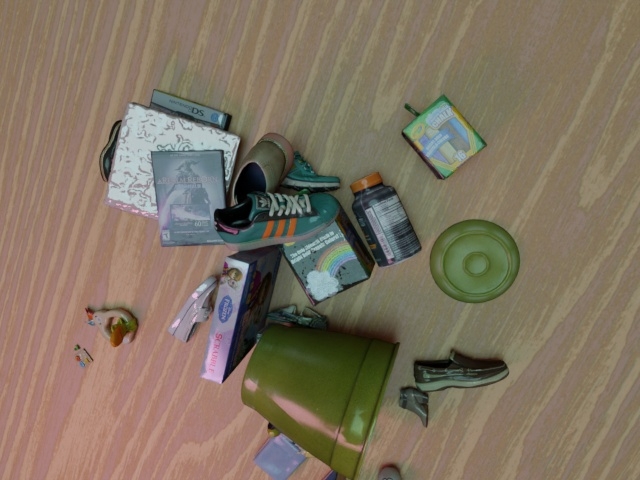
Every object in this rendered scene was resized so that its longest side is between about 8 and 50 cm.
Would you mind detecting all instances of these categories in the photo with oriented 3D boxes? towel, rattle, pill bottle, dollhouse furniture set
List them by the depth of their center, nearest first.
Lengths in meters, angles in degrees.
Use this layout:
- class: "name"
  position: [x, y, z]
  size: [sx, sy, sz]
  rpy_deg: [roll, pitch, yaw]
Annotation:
- class: "pill bottle"
  position: [0.168, -0.060, 1.104]
  size: [0.131, 0.130, 0.245]
  rpy_deg: [-24, 93, 13]
- class: "towel"
  position: [-0.427, -0.201, 1.178]
  size: [0.332, 0.053, 0.316]
  rpy_deg: [17, 102, -7]
- class: "towel"
  position: [-0.178, 0.335, 1.237]
  size: [0.023, 0.113, 0.151]
  rpy_deg: [13, 102, 15]
- class: "dollhouse furniture set"
  position: [-0.113, 0.753, 1.242]
  size: [0.303, 0.198, 0.286]
  rpy_deg: [39, 103, 4]
- class: "rattle"
  position: [-0.722, 0.289, 1.325]
  size: [0.200, 0.142, 0.130]
  rpy_deg: [22, 120, 1]

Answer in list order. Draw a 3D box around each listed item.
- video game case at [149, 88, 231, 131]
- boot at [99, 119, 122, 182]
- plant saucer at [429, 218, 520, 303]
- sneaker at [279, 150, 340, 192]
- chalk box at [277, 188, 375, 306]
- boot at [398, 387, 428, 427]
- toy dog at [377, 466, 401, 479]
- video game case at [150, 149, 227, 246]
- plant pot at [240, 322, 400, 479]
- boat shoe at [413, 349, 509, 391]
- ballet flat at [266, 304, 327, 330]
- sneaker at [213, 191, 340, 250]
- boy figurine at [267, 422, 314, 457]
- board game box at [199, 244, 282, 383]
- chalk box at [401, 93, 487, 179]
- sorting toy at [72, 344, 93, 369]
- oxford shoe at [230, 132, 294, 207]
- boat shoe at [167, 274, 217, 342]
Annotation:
- class: "video game case"
  position: [-0.423, -0.286, 1.231]
  size: [0.249, 0.035, 0.274]
  rpy_deg: [20, 102, 7]
- class: "boot"
  position: [-0.590, -0.255, 1.225]
  size: [0.137, 0.077, 0.197]
  rpy_deg: [24, 104, 29]
- class: "plant saucer"
  position: [0.427, 0.062, 1.120]
  size: [0.241, 0.037, 0.240]
  rpy_deg: [1, 98, 11]
- class: "sneaker"
  position: [-0.074, -0.200, 1.148]
  size: [0.276, 0.107, 0.109]
  rpy_deg: [15, 91, 8]
- class: "chalk box"
  position: [0.000, 0.000, 1.122]
  size: [0.180, 0.179, 0.288]
  rpy_deg: [-29, 91, 14]
- class: "boot"
  position: [0.278, 0.498, 1.214]
  size: [0.087, 0.042, 0.118]
  rpy_deg: [1, 97, 17]
- class: "toy dog"
  position: [0.245, 0.877, 1.210]
  size: [0.220, 0.161, 0.333]
  rpy_deg: [-41, 89, 13]
- class: "video game case"
  position: [-0.370, -0.118, 1.164]
  size: [0.196, 0.026, 0.273]
  rpy_deg: [-2, 105, -4]
- class: "plant pot"
  position: [-0.009, 0.395, 1.101]
  size: [0.354, 0.366, 0.365]
  rpy_deg: [17, 101, 14]
- class: "boat shoe"
  position: [0.389, 0.360, 1.144]
  size: [0.258, 0.095, 0.095]
  rpy_deg: [-15, 89, 13]
- class: "ballet flat"
  position: [-0.067, 0.231, 1.234]
  size: [0.189, 0.070, 0.070]
  rpy_deg: [15, 101, 7]
- class: "sneaker"
  position: [-0.106, -0.062, 0.963]
  size: [0.303, 0.121, 0.108]
  rpy_deg: [-17, 53, 3]
- class: "boy figurine"
  position: [-0.007, 0.568, 1.233]
  size: [0.286, 0.177, 0.092]
  rpy_deg: [25, 146, -8]
- class: "board game box"
  position: [-0.202, 0.172, 1.113]
  size: [0.066, 0.318, 0.318]
  rpy_deg: [16, 102, 7]
- class: "chalk box"
  position: [0.297, -0.278, 1.046]
  size: [0.132, 0.132, 0.213]
  rpy_deg: [-39, 91, 14]
- class: "sorting toy"
  position: [-0.846, 0.409, 1.426]
  size: [0.062, 0.012, 0.083]
  rpy_deg: [-37, 90, 14]
- class: "oxford shoe"
  position: [-0.198, -0.102, 1.098]
  size: [0.141, 0.146, 0.396]
  rpy_deg: [29, 132, 6]
- class: "boat shoe"
  position: [-0.382, 0.218, 1.278]
  size: [0.084, 0.095, 0.258]
  rpy_deg: [38, 114, -1]
